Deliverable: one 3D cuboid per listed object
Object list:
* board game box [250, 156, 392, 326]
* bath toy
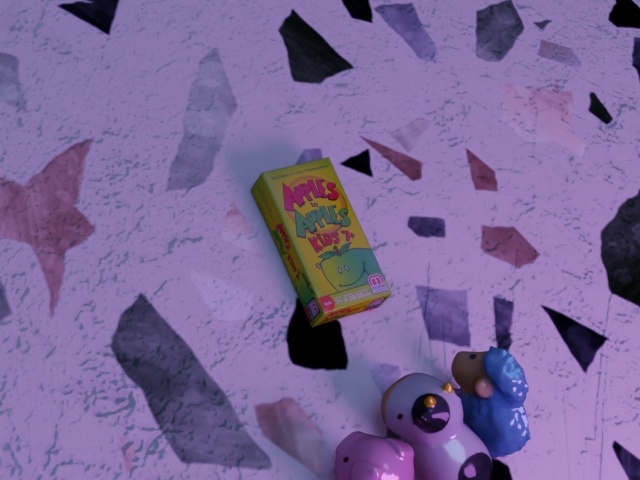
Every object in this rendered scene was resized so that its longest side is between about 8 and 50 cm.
[{"bbox_3d":[0.000,0.000,1.592,0.092,0.043,0.181,-15,71,-28],"label":"board game box"},{"bbox_3d":[0.079,0.247,1.448,0.348,0.129,0.151,-37,83,-32],"label":"bath toy"}]
